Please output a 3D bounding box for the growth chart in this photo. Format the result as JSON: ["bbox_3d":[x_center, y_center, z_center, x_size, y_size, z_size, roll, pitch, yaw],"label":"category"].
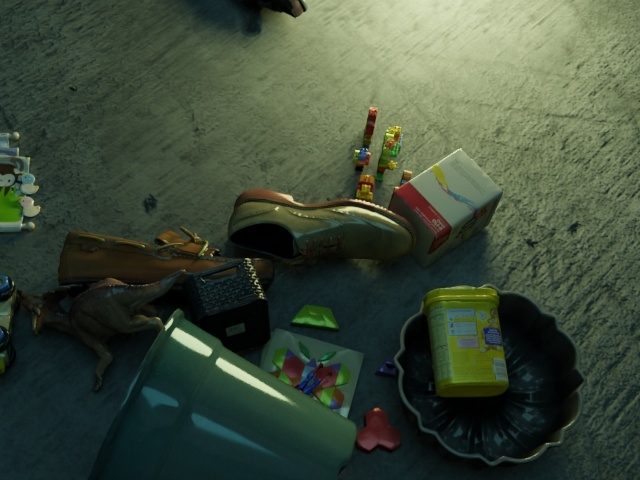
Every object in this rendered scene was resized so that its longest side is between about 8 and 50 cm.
[{"bbox_3d":[-0.626,-0.111,1.897,0.172,0.021,0.237,-9,62,-13],"label":"growth chart"}]

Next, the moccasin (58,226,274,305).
[{"bbox_3d":[-0.272,0.038,1.793,0.380,0.139,0.146,2,68,5],"label":"moccasin"}]

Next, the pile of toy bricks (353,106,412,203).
[{"bbox_3d":[0.127,-0.170,1.965,0.118,0.105,0.212,10,59,-1],"label":"pile of toy bricks"}]

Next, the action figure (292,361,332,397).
[{"bbox_3d":[-0.031,0.258,1.712,0.115,0.030,0.038,-38,65,-19],"label":"action figure"}]

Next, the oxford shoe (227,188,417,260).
[{"bbox_3d":[0.000,0.000,1.827,0.349,0.123,0.130,6,36,8],"label":"oxford shoe"}]

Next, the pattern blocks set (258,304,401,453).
[{"bbox_3d":[-0.021,0.242,1.755,0.325,0.026,0.285,2,59,-5],"label":"pattern blocks set"}]

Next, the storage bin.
[{"bbox_3d":[-0.156,0.121,1.697,0.122,0.180,0.084,-17,62,-10],"label":"storage bin"}]

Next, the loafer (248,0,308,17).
[{"bbox_3d":[-0.158,-0.557,2.176,0.302,0.109,0.095,41,83,23],"label":"loafer"}]

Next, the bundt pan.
[{"bbox_3d":[0.279,0.246,1.730,0.331,0.124,0.330,3,60,-5],"label":"bundt pan"}]

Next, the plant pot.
[{"bbox_3d":[-0.143,0.327,1.538,0.334,0.341,0.341,25,60,-1],"label":"plant pot"}]

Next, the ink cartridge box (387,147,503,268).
[{"bbox_3d":[0.232,-0.062,1.901,0.176,0.128,0.127,-33,69,-22],"label":"ink cartridge box"}]

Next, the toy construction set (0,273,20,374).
[{"bbox_3d":[-0.627,0.141,1.687,0.215,0.151,0.327,-1,71,-7],"label":"toy construction set"}]

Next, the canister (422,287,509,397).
[{"bbox_3d":[0.241,0.170,1.658,0.126,0.073,0.169,0,61,-6],"label":"canister"}]

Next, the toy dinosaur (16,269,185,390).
[{"bbox_3d":[-0.374,0.115,1.679,0.200,0.296,0.127,47,28,-25],"label":"toy dinosaur"}]
